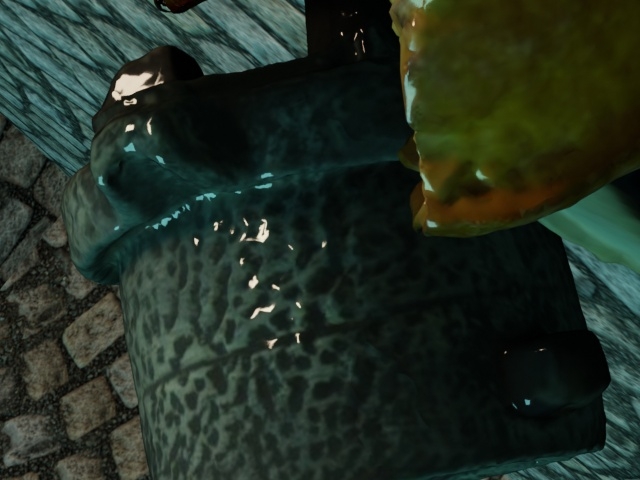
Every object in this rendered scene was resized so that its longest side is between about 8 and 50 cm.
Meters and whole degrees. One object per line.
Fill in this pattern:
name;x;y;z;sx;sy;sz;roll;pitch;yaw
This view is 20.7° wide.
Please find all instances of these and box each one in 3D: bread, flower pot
bread;0.072;-0.122;0.505;0.129;0.134;0.260;74;-174;-50
flower pot;0.000;0.000;0.920;0.299;0.299;0.282;86;172;-79

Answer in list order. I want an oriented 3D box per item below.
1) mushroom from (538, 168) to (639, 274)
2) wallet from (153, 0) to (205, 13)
mushroom;0.212;0.007;0.622;0.344;0.130;0.247;33;175;0
wallet;-0.055;-0.190;0.863;0.255;0.031;0.137;6;113;70
